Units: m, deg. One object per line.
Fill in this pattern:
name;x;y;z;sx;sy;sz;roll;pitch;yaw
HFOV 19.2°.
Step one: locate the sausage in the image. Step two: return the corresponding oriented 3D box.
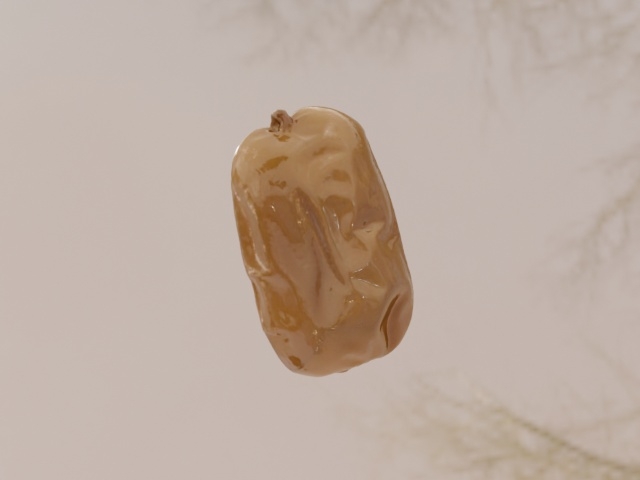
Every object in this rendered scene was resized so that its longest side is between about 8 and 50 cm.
sausage;0.001;0.000;1.658;0.136;0.241;0.120;-17;-172;-37
